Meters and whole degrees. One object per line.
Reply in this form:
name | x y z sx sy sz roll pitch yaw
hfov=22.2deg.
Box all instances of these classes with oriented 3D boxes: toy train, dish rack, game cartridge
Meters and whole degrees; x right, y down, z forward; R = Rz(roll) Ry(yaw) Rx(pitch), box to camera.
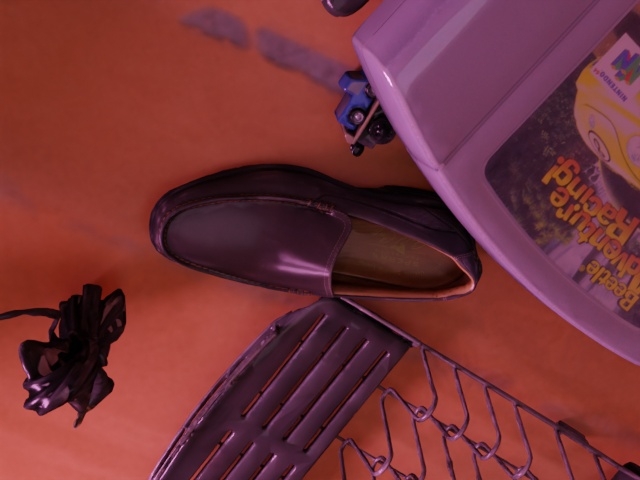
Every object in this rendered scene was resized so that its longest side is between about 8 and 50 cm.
toy train | 0.049 -0.112 0.800 0.036 0.027 0.158 25 106 -16
dish rack | 0.047 0.159 0.893 0.271 0.074 0.208 32 103 -22
game cartridge | 0.162 -0.054 0.813 0.196 0.060 0.294 -46 119 7

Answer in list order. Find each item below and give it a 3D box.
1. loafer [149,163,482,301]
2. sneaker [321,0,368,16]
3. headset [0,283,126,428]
loafer | 0.000 0.000 0.820 0.170 0.061 0.062 1 114 -11
sneaker | 0.029 -0.141 0.778 0.031 0.035 0.083 31 104 -21
headset | -0.295 0.031 0.759 0.394 0.185 0.243 8 108 2
